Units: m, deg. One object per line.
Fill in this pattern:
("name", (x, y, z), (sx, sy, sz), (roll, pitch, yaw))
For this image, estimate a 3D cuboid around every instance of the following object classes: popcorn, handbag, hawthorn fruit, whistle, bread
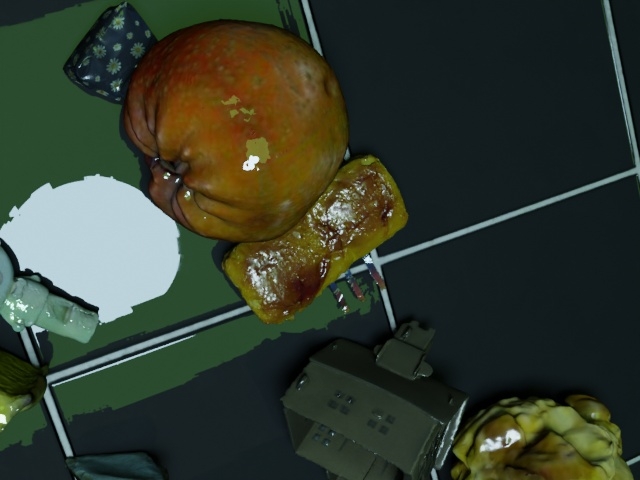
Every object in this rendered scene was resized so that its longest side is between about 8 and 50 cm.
("popcorn", (0.332, 0.347, 1.054), (0.332, 0.265, 0.225), (-35, 130, -51))
("handbag", (-0.240, -0.222, 0.906), (0.139, 0.072, 0.115), (37, 79, -27))
("hawthorn fruit", (-0.079, -0.147, 0.869), (0.298, 0.277, 0.277), (-41, 107, -32))
("whistle", (-0.402, 0.064, 0.873), (0.258, 0.067, 0.126), (28, 44, -29))
("bread", (-0.001, 0.000, 0.982), (0.271, 0.077, 0.139), (-36, 104, -14))

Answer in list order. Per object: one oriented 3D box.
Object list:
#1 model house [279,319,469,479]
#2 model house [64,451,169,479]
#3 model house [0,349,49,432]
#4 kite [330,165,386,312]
("model house", (0.096, 0.233, 1.012), (0.243, 0.211, 0.204), (-53, 154, -34))
("model house", (-0.257, 0.368, 0.926), (0.106, 0.165, 0.152), (-9, 100, -33))
("model house", (-0.464, 0.166, 0.812), (0.234, 0.193, 0.175), (42, 84, -14))
("kite", (0.010, -0.014, 1.030), (0.141, 0.015, 0.245), (-31, 100, -11))
